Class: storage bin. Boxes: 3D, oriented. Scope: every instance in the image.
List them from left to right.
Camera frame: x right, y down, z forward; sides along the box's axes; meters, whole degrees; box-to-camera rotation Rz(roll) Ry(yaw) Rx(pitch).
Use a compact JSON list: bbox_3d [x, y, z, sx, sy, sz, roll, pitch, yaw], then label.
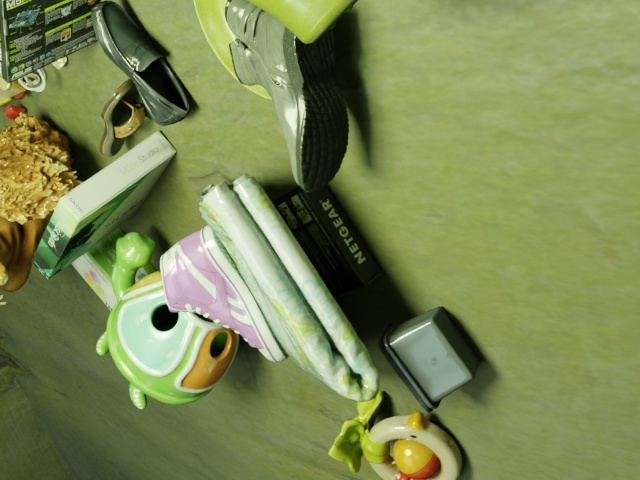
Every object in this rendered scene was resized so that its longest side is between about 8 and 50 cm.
[{"bbox_3d":[0.166,0.164,1.221,0.091,0.098,0.135,-33,93,29],"label":"storage bin"}]

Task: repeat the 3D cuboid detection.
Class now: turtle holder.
[{"bbox_3d":[-0.286,0.149,1.649,0.227,0.243,0.320,-49,42,35],"label":"turtle holder"}]

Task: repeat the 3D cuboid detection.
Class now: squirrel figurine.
[{"bbox_3d":[-0.654,-0.057,1.701,0.281,0.370,0.397,30,116,-6],"label":"squirrel figurine"}]

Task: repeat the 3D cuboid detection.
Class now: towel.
[{"bbox_3d":[-0.063,0.069,1.292,0.374,0.090,0.320,57,172,-7],"label":"towel"}]

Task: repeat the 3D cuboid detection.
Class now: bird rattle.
[{"bbox_3d":[0.142,0.379,1.411,0.207,0.143,0.253,-30,99,40],"label":"bird rattle"}]

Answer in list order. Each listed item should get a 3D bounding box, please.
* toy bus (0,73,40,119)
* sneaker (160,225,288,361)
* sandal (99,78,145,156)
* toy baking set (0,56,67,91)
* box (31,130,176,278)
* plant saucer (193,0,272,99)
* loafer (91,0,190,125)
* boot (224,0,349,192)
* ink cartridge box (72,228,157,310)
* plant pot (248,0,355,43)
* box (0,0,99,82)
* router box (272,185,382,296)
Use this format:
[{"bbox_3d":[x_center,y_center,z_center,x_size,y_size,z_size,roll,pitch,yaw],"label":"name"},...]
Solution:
[{"bbox_3d":[-0.701,-0.344,1.766,0.191,0.202,0.104,132,132,-60],"label":"toy bus"},{"bbox_3d":[-0.178,0.117,1.501,0.161,0.102,0.282,-29,100,14],"label":"sneaker"},{"bbox_3d":[-0.347,-0.211,1.491,0.060,0.090,0.219,33,143,0],"label":"sandal"},{"bbox_3d":[-0.619,-0.368,1.626,0.256,0.030,0.197,-16,96,10],"label":"toy baking set"},{"bbox_3d":[-0.410,-0.060,1.567,0.058,0.232,0.322,48,147,-1],"label":"box"},{"bbox_3d":[-0.078,-0.305,1.122,0.241,0.037,0.241,30,140,30],"label":"plant saucer"},{"bbox_3d":[-0.284,-0.290,1.354,0.078,0.076,0.223,-13,115,48],"label":"loafer"},{"bbox_3d":[-0.048,-0.197,1.098,0.161,0.083,0.247,28,134,42],"label":"boot"},{"bbox_3d":[-0.482,0.088,1.910,0.189,0.097,0.255,48,145,7],"label":"ink cartridge box"},{"bbox_3d":[-0.048,-0.388,0.773,0.353,0.366,0.366,45,147,-9],"label":"plant pot"},{"bbox_3d":[-0.446,-0.367,1.367,0.045,0.190,0.184,41,145,15],"label":"box"},{"bbox_3d":[0.000,0.000,1.297,0.179,0.046,0.133,57,147,-6],"label":"router box"}]
